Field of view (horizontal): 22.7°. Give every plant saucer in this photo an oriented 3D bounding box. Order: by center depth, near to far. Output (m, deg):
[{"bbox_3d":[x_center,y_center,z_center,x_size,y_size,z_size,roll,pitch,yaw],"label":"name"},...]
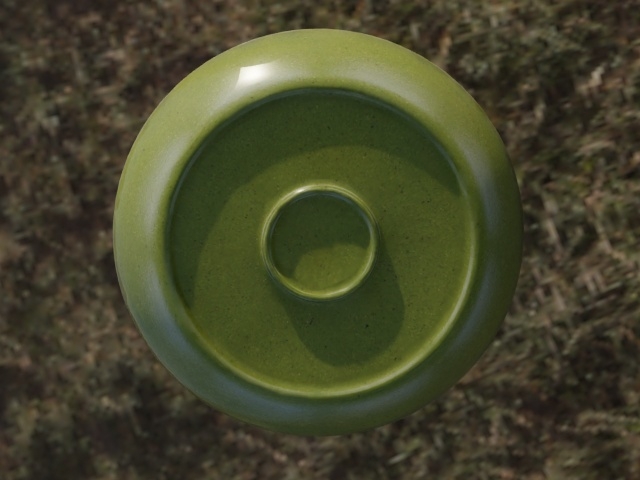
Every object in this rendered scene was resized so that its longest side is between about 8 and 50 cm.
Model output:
[{"bbox_3d":[0.000,0.000,0.915,0.037,0.240,0.241,-108,6,-82],"label":"plant saucer"}]
